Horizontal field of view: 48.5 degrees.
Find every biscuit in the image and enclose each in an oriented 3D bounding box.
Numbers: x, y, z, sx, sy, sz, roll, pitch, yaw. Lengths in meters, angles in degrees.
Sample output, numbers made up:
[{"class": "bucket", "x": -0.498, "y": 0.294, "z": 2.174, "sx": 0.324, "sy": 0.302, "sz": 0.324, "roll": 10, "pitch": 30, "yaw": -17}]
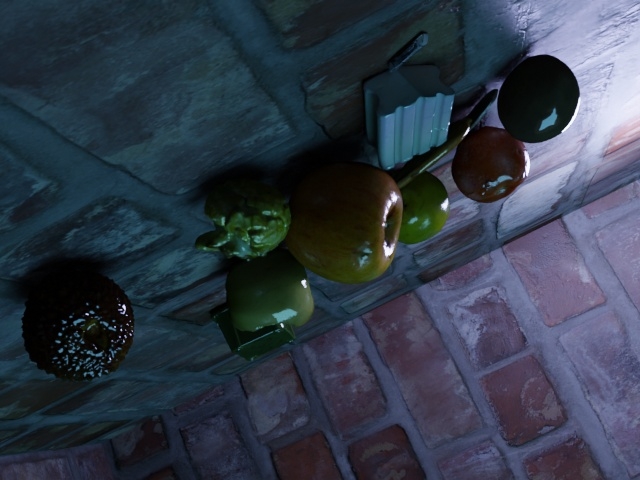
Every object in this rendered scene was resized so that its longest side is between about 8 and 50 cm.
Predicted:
[{"class": "biscuit", "x": 0.265, "y": -0.210, "z": 1.731, "sx": 0.260, "sy": 0.041, "sz": 0.203, "roll": -42, "pitch": -166, "yaw": 8}]

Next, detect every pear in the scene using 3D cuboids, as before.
[{"class": "pear", "x": 0.251, "y": -0.093, "z": 1.956, "sx": 0.212, "sy": 0.212, "sz": 0.269, "roll": -31, "pitch": 167, "yaw": 19}]

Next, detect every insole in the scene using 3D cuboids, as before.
[{"class": "insole", "x": 0.366, "y": -0.291, "z": 1.762, "sx": 0.011, "sy": 0.081, "sz": 0.248, "roll": 26, "pitch": 149, "yaw": -10}]

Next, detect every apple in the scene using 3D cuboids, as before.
[{"class": "apple", "x": 0.046, "y": -0.046, "z": 1.655, "sx": 0.275, "sy": 0.298, "sz": 0.299, "roll": 17, "pitch": 173, "yaw": 17}, {"class": "apple", "x": -0.146, "y": 0.148, "z": 2.059, "sx": 0.279, "sy": 0.279, "sz": 0.279, "roll": -23, "pitch": 163, "yaw": -7}]

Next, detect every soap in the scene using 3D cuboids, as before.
[{"class": "soap", "x": 0.185, "y": -0.268, "z": 1.513, "sx": 0.173, "sy": 0.095, "sz": 0.289, "roll": -26, "pitch": 163, "yaw": -2}]

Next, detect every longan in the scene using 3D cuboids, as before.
[{"class": "longan", "x": 0.506, "y": -0.324, "z": 1.647, "sx": 0.198, "sy": 0.198, "sz": 0.212, "roll": -17, "pitch": 158, "yaw": -26}]

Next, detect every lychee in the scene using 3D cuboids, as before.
[{"class": "lychee", "x": -0.560, "y": 0.193, "z": 1.625, "sx": 0.268, "sy": 0.267, "sz": 0.267, "roll": -23, "pitch": 163, "yaw": -7}]

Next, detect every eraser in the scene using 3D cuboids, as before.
[{"class": "eraser", "x": 0.166, "y": -0.356, "z": 1.347, "sx": 0.099, "sy": 0.019, "sz": 0.027, "roll": -36, "pitch": 175, "yaw": 34}]

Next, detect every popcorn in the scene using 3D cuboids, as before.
[{"class": "popcorn", "x": -0.172, "y": -0.039, "z": 1.541, "sx": 0.212, "sy": 0.198, "sz": 0.198, "roll": -49, "pitch": 163, "yaw": -2}]

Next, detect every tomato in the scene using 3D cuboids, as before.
[{"class": "tomato", "x": 0.454, "y": -0.209, "z": 1.922, "sx": 0.208, "sy": 0.184, "sz": 0.208, "roll": -17, "pitch": 158, "yaw": -7}]

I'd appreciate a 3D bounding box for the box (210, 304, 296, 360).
[{"class": "box", "x": -0.223, "y": 0.307, "z": 2.552, "sx": 0.253, "sy": 0.177, "sz": 0.328, "roll": -27, "pitch": 164, "yaw": 0}]
